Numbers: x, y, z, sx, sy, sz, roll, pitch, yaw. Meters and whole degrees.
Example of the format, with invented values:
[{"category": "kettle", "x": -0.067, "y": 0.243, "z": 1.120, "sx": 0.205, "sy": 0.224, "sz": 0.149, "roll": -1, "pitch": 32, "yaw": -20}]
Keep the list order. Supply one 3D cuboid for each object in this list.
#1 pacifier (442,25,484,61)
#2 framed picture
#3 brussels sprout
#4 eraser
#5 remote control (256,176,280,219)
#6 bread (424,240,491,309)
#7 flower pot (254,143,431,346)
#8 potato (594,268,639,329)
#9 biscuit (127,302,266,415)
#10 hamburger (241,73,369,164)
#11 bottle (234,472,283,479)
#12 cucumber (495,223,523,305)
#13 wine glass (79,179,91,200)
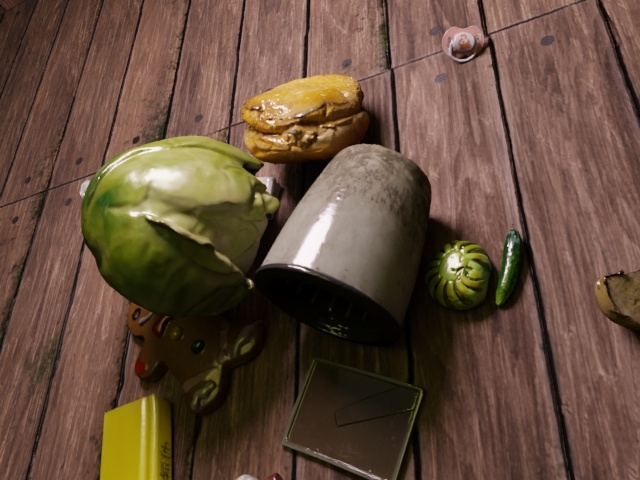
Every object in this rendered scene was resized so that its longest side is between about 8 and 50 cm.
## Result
[{"category": "pacifier", "x": 0.341, "y": -0.475, "z": 1.442, "sx": 0.099, "sy": 0.082, "sz": 0.078, "roll": -1, "pitch": 26, "yaw": 4}, {"category": "framed picture", "x": 0.057, "y": 0.338, "z": 1.144, "sx": 0.259, "sy": 0.023, "sz": 0.189, "roll": 8, "pitch": 67, "yaw": 34}, {"category": "brussels sprout", "x": -0.308, "y": -0.049, "z": 1.259, "sx": 0.343, "sy": 0.360, "sz": 0.425, "roll": -59, "pitch": 22, "yaw": 23}, {"category": "eraser", "x": -0.400, "y": 0.465, "z": 1.307, "sx": 0.157, "sy": 0.069, "sz": 0.226, "roll": -22, "pitch": 54, "yaw": 17}, {"category": "remote control", "x": -0.242, "y": -0.101, "z": 1.546, "sx": 0.277, "sy": 0.055, "sz": 0.103, "roll": -2, "pitch": 62, "yaw": 23}, {"category": "bread", "x": 0.266, "y": 0.063, "z": 1.155, "sx": 0.130, "sy": 0.071, "sz": 0.139, "roll": 23, "pitch": 76, "yaw": 42}, {"category": "flower pot", "x": 0.065, "y": -0.002, "z": 1.177, "sx": 0.293, "sy": 0.294, "sz": 0.330, "roll": 7, "pitch": 62, "yaw": 33}, {"category": "potato", "x": 0.530, "y": 0.096, "z": 0.988, "sx": 0.171, "sy": 0.089, "sz": 0.101, "roll": -12, "pitch": 74, "yaw": -13}, {"category": "biscuit", "x": -0.339, "y": 0.219, "z": 1.420, "sx": 0.432, "sy": 0.064, "sz": 0.283, "roll": 29, "pitch": 80, "yaw": 39}, {"category": "hamburger", "x": -0.035, "y": -0.281, "z": 1.417, "sx": 0.289, "sy": 0.170, "sz": 0.314, "roll": 3, "pitch": 28, "yaw": 30}, {"category": "bottle", "x": -0.168, "y": 0.518, "z": 1.118, "sx": 0.245, "sy": 0.104, "sz": 0.104, "roll": -38, "pitch": 50, "yaw": 6}, {"category": "cucumber", "x": 0.360, "y": 0.044, "z": 1.131, "sx": 0.039, "sy": 0.039, "sz": 0.168, "roll": 5, "pitch": 69, "yaw": 33}, {"category": "wine glass", "x": -0.599, "y": -0.152, "z": 1.771, "sx": 0.182, "sy": 0.122, "sz": 0.122, "roll": -17, "pitch": 55, "yaw": 13}]
